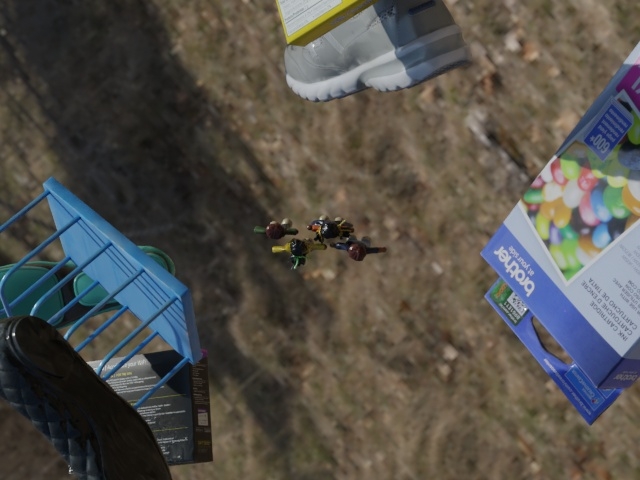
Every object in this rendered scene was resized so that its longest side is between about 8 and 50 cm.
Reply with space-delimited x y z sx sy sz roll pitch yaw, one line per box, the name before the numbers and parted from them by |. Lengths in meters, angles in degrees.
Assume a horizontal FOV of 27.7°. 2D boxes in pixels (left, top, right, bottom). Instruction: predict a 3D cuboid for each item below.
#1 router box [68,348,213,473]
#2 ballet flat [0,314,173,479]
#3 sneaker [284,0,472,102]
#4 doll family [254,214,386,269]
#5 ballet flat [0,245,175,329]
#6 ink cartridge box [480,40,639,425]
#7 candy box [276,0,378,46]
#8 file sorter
router box | -0.215 0.202 1.529 0.046 0.179 0.133 19 -116 -62
ballet flat | -0.147 0.116 0.800 0.173 0.049 0.057 55 -141 -13
sneaker | 0.043 -0.196 1.172 0.281 0.105 0.115 4 114 64
doll family | 0.000 0.000 1.937 0.111 0.193 0.076 -49 -49 -86
ballet flat | -0.287 0.059 1.478 0.087 0.247 0.083 139 121 -83
ink cartridge box | 0.266 -0.005 1.154 0.065 0.311 0.185 4 -141 -43
candy box | 0.039 -0.236 0.976 0.027 0.206 0.105 3 -112 -48
file sorter | -0.201 0.055 1.105 0.170 0.104 0.118 38 154 22
